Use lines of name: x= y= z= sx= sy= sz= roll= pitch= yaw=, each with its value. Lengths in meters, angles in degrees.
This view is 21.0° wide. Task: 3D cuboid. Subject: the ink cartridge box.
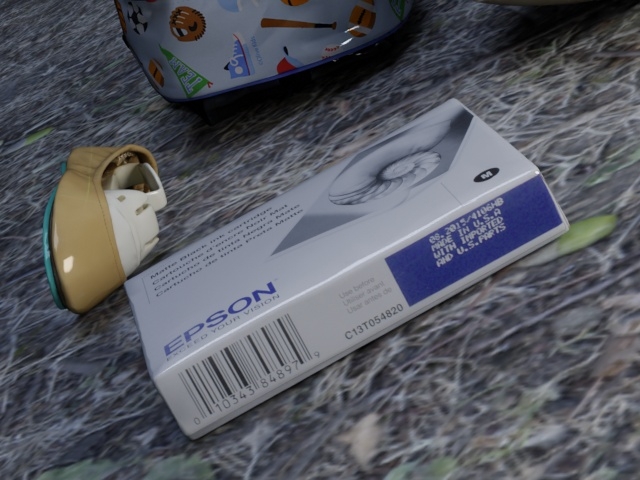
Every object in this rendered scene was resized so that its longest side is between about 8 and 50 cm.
ink cartridge box: x=0.000 y=0.000 z=0.945 sx=0.223 sy=0.045 sz=0.224 roll=-29 pitch=19 yaw=-3

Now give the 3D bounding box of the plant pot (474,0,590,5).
plant pot: x=0.212 y=-0.279 z=1.102 sx=0.191 sy=0.284 sz=0.284 roll=8 pitch=17 yaw=-10

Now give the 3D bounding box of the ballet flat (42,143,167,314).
ballet flat: x=-0.140 y=-0.020 z=1.143 sx=0.073 sy=0.080 sz=0.232 roll=-12 pitch=22 yaw=-1

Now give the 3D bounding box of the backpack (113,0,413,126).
backpack: x=-0.047 y=-0.219 z=1.342 sx=0.276 sy=0.213 sz=0.263 roll=-24 pitch=30 yaw=3
